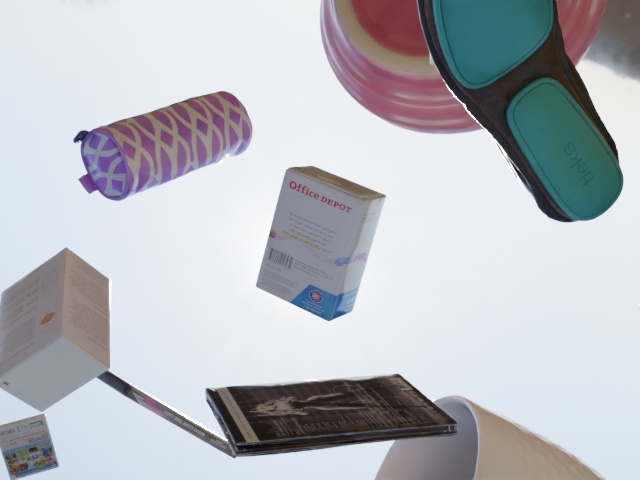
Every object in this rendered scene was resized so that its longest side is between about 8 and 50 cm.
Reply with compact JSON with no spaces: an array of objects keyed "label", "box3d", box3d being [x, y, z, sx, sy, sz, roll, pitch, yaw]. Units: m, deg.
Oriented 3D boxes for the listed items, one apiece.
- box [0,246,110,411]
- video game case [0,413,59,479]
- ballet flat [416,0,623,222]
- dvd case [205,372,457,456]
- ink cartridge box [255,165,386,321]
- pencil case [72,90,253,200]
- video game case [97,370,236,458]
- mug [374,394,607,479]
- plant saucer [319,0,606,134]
[{"label":"box","box3d":[-0.360,0.119,1.362,0.091,0.130,0.170,44,-157,-38]},{"label":"video game case","box3d":[-0.512,0.362,1.762,0.087,0.122,0.011,-14,-147,-15]},{"label":"ballet flat","box3d":[0.125,-0.125,0.708,0.280,0.095,0.096,58,177,-33]},{"label":"dvd case","box3d":[0.005,0.173,1.022,0.221,0.018,0.164,-2,-169,-16]},{"label":"ink cartridge box","box3d":[0.000,0.000,0.943,0.088,0.123,0.052,24,-160,25]},{"label":"pencil case","box3d":[-0.169,-0.105,1.119,0.206,0.088,0.086,-25,-105,-43]},{"label":"video game case","box3d":[-0.292,0.302,1.826,0.274,0.026,0.196,41,165,-36]},{"label":"mug","box3d":[0.267,0.392,1.242,0.328,0.276,0.374,28,177,-15]},{"label":"plant saucer","box3d":[0.143,-0.284,1.112,0.332,0.332,0.084,32,-178,27]}]
